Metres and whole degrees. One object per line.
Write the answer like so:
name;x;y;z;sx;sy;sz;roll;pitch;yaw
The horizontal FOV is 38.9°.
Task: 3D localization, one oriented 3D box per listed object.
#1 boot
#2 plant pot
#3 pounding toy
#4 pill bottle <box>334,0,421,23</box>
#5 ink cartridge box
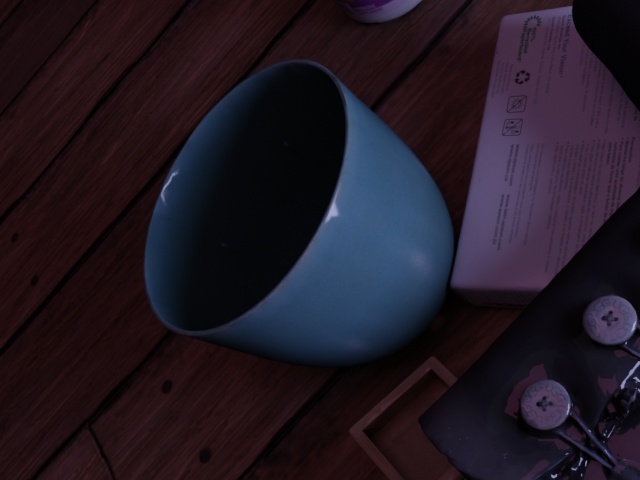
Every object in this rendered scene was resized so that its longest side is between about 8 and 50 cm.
boot;0.240;0.006;0.758;0.445;0.146;0.367;-55;47;7
plant pot;0.000;0.000;0.940;0.293;0.235;0.293;-29;47;35
pounding toy;0.115;0.215;0.856;0.130;0.100;0.141;-41;49;-7
pill bottle;0.019;-0.420;1.129;0.169;0.301;0.169;-19;56;30
ink cartridge box;0.309;-0.089;0.880;0.330;0.071;0.324;1;68;35
